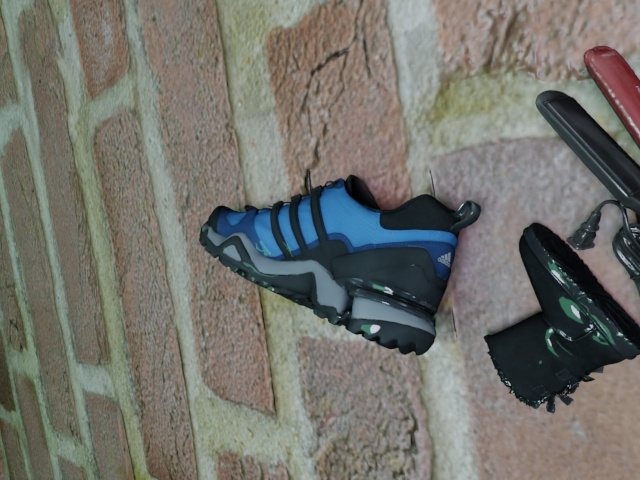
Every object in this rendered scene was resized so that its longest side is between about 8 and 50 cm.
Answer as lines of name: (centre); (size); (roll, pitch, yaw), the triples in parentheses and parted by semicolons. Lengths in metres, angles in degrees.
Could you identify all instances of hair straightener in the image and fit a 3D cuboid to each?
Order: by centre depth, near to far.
hair straightener: (0.217, -0.010, 0.315); (0.231, 0.047, 0.089); (58, 145, 9)

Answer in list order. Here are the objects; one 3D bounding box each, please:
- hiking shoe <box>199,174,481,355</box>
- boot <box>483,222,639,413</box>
hiking shoe: (0.000, 0.000, 0.465); (0.304, 0.113, 0.132); (20, 80, 41)
boot: (0.166, 0.061, 0.362); (0.121, 0.045, 0.099); (56, 132, 18)
